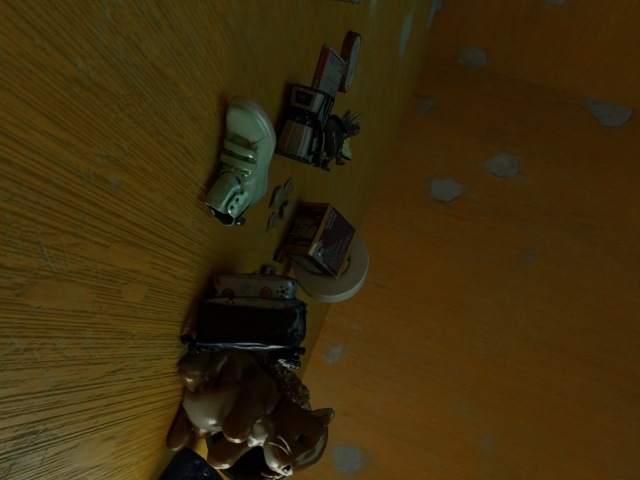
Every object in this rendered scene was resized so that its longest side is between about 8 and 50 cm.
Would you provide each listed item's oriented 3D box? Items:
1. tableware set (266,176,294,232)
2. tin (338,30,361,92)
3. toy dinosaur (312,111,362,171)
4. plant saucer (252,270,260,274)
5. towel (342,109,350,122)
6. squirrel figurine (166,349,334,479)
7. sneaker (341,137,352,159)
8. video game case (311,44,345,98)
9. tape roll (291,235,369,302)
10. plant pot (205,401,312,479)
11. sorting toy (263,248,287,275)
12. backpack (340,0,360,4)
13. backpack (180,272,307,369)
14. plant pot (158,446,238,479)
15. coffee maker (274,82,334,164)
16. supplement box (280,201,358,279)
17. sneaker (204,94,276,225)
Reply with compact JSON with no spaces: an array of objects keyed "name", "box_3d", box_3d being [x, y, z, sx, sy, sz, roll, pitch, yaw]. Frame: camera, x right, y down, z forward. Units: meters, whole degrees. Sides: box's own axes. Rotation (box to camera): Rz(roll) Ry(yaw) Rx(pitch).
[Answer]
[{"name":"tableware set","box_3d":[-0.112,-0.105,1.366,0.168,0.020,0.141,-49,154,-59]},{"name":"tin","box_3d":[0.088,-0.565,1.492,0.106,0.040,0.189,-50,158,-49]},{"name":"toy dinosaur","box_3d":[0.023,-0.296,1.385,0.313,0.121,0.160,-38,135,-63]},{"name":"plant saucer","box_3d":[-0.198,0.129,1.377,0.083,0.013,0.083,20,90,-79]},{"name":"towel","box_3d":[0.094,-0.455,1.782,0.060,0.010,0.083,100,15,-45]},{"name":"squirrel figurine","box_3d":[-0.141,0.421,1.223,0.397,0.371,0.280,-39,147,-70]},{"name":"sneaker","box_3d":[0.081,-0.355,1.711,0.208,0.082,0.094,19,89,-79]},{"name":"video game case","box_3d":[0.002,-0.405,1.378,0.204,0.025,0.284,-31,140,-74]},{"name":"tape roll","box_3d":[0.038,0.084,1.741,0.100,0.287,0.286,81,30,-67]},{"name":"plant pot","box_3d":[-0.207,0.597,1.504,0.323,0.323,0.280,-65,-176,-25]},{"name":"sorting toy","box_3d":[-0.164,0.157,1.469,0.132,0.046,0.274,49,63,-84]},{"name":"backpack","box_3d":[0.074,-0.626,1.029,0.188,0.145,0.165,98,10,-58]},{"name":"backpack","box_3d":[-0.153,0.181,1.125,0.263,0.277,0.212,76,22,-77]},{"name":"plant pot","box_3d":[-0.341,0.741,1.242,0.236,0.212,0.235,-57,163,-54]},{"name":"coffee maker","box_3d":[-0.045,-0.290,1.173,0.171,0.120,0.178,-123,-129,-74]},{"name":"supplement box","box_3d":[0.000,0.000,1.599,0.194,0.129,0.191,42,64,-43]},{"name":"sneaker","box_3d":[-0.159,-0.135,0.886,0.255,0.094,0.151,95,21,-50]}]
